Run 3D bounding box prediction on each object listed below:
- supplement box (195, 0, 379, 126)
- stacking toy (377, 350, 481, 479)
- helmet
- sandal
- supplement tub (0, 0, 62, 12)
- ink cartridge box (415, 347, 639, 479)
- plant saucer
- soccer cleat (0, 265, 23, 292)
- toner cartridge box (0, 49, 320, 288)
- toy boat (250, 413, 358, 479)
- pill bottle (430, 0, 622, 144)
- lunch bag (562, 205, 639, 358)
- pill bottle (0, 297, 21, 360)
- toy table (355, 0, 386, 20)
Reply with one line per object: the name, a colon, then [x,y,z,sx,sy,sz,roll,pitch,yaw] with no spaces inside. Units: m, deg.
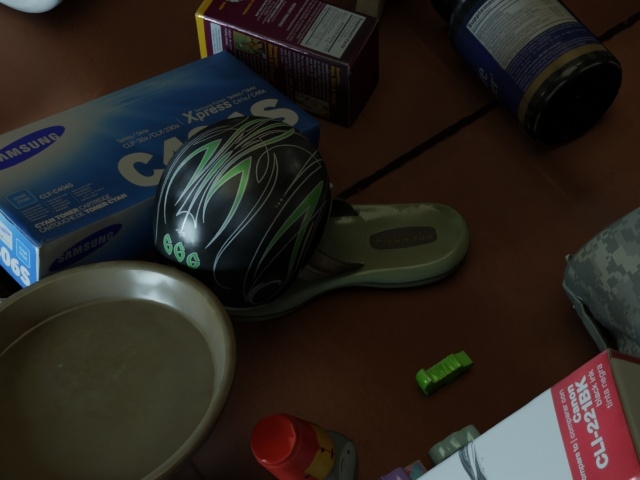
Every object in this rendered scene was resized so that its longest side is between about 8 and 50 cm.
supplement box: [-0.035,-0.213,1.578,0.188,0.104,0.081,21,59,15]
stacking toy: [0.093,0.210,1.319,0.221,0.052,0.167,-29,60,-17]
helmet: [-0.072,-0.034,1.330,0.169,0.162,0.169,16,27,-8]
sandal: [0.001,-0.001,1.444,0.302,0.086,0.120,-12,56,-5]
supplement tub: [-0.304,-0.417,1.676,0.191,0.191,0.272,28,62,20]
ink cartridge box: [0.213,0.216,1.145,0.197,0.273,0.114,18,46,-34]
plant saucer: [-0.201,0.130,1.224,0.277,0.041,0.278,-9,46,9]
soccer cleat: [-0.245,0.026,1.435,0.289,0.093,0.121,25,58,18]
toner cartridge box: [-0.183,-0.075,1.447,0.348,0.075,0.165,-27,51,-34]
toy boat: [-0.098,0.277,1.222,0.318,0.148,0.267,-45,60,1]
pill bottle: [0.218,-0.218,1.559,0.122,0.123,0.219,-27,59,-15]
lunch bag: [0.384,0.087,1.295,0.256,0.212,0.305,-25,54,6]
pill bottle: [-0.338,0.111,1.367,0.215,0.117,0.117,4,56,6]
toy table: [0.079,-0.390,1.659,0.252,0.161,0.274,22,59,17]
